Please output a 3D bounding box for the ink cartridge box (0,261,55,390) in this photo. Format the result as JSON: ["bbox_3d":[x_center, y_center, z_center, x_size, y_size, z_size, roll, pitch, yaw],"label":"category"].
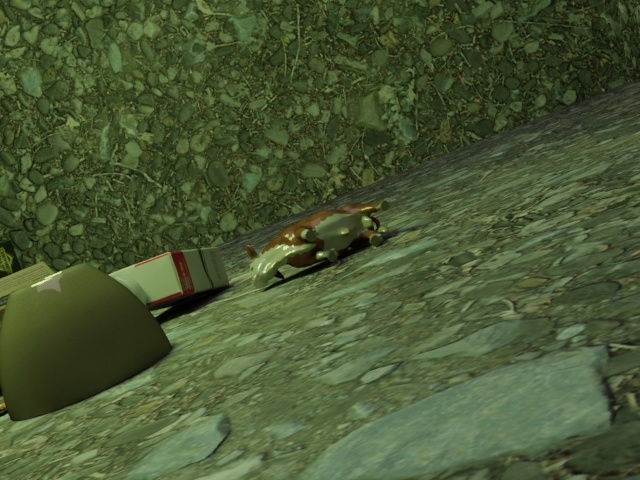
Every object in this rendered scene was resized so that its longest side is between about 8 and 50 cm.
[{"bbox_3d":[-0.622,0.182,1.841,0.193,0.088,0.235,-28,-35,-39],"label":"ink cartridge box"}]

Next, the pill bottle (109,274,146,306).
[{"bbox_3d":[-0.454,0.153,1.795,0.152,0.152,0.272,-20,6,18],"label":"pill bottle"}]

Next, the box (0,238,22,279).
[{"bbox_3d":[-0.768,0.165,2.150,0.293,0.296,0.073,-15,7,46],"label":"box"}]

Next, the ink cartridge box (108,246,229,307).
[{"bbox_3d":[-0.334,0.090,2.025,0.172,0.100,0.237,-20,-4,19],"label":"ink cartridge box"}]

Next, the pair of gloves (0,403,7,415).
[{"bbox_3d":[-0.559,0.295,1.574,0.074,0.010,0.083,-22,6,0],"label":"pair of gloves"}]

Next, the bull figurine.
[{"bbox_3d":[0.000,0.000,1.812,0.310,0.101,0.188,-27,11,-27],"label":"bull figurine"}]

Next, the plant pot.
[{"bbox_3d":[-0.415,0.148,1.512,0.284,0.191,0.284,-21,5,2],"label":"plant pot"}]
